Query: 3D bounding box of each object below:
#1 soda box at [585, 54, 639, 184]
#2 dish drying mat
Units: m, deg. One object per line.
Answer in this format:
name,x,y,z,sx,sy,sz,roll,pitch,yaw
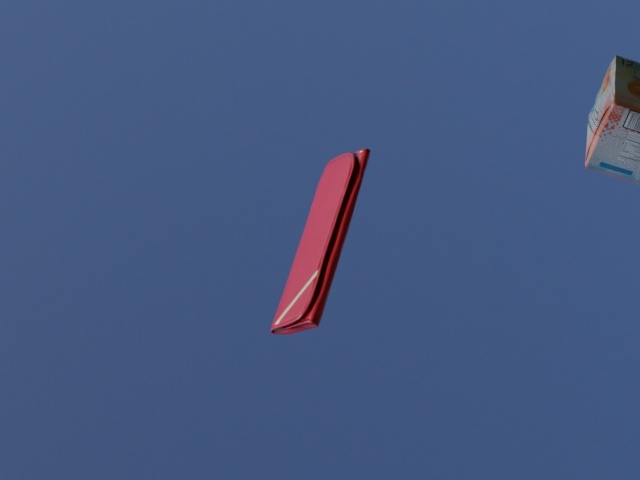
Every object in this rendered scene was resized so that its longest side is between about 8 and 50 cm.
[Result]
soda box,0.270,-0.060,1.160,0.183,0.058,0.063,17,-141,-2
dish drying mat,0.000,0.000,0.737,0.008,0.032,0.083,29,-116,-26
